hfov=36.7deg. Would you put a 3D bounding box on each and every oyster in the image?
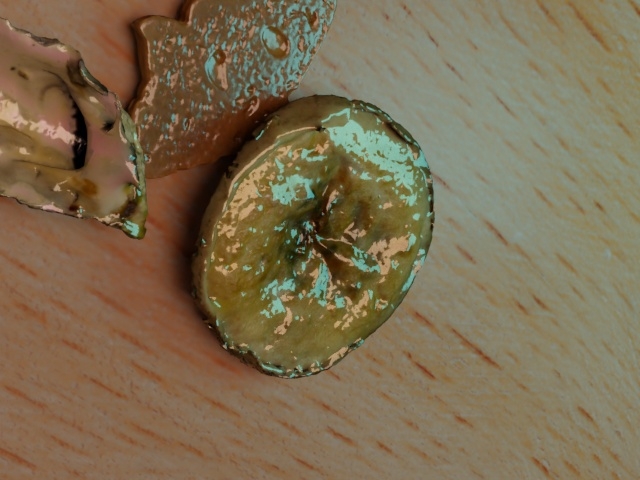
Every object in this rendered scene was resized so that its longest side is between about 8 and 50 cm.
[{"bbox_3d":[-0.212,-0.093,0.723,0.209,0.072,0.132,19,97,-11],"label":"oyster"}]

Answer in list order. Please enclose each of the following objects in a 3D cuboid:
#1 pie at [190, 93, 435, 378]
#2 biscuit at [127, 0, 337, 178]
[{"bbox_3d":[0.000,0.000,0.885,0.274,0.055,0.274,-17,118,-35],"label":"pie"},{"bbox_3d":[-0.079,-0.143,0.826,0.250,0.035,0.162,-41,125,-18],"label":"biscuit"}]
